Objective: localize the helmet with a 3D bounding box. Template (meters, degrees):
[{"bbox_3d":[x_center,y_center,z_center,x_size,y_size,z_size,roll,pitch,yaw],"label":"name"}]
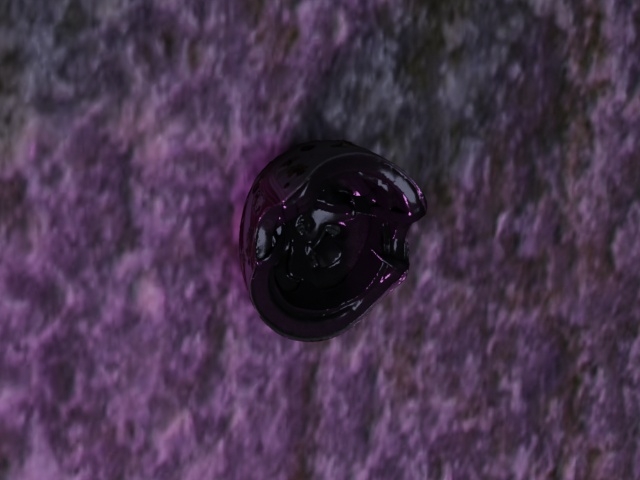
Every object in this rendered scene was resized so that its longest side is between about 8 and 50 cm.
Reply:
[{"bbox_3d":[-0.004,-0.014,1.605,0.153,0.107,0.177,3,123,-32],"label":"helmet"}]
